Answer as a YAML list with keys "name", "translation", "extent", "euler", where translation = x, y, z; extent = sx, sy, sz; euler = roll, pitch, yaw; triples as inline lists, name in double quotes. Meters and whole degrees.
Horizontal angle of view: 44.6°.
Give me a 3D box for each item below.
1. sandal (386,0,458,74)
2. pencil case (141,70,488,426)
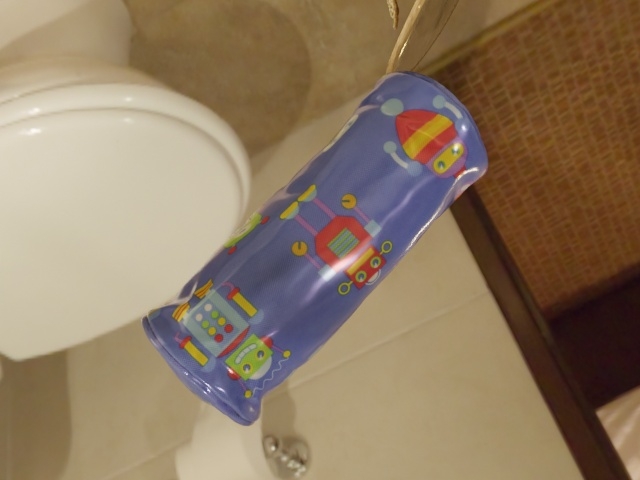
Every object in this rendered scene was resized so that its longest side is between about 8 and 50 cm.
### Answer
- name: "sandal"
  translation: [0.090, -0.254, 0.646]
  extent: [0.088, 0.079, 0.240]
  euler: [-31, 153, -58]
- name: "pencil case"
  translation: [0.000, 0.000, 0.624]
  extent: [0.306, 0.133, 0.119]
  euler: [-46, 108, -8]
